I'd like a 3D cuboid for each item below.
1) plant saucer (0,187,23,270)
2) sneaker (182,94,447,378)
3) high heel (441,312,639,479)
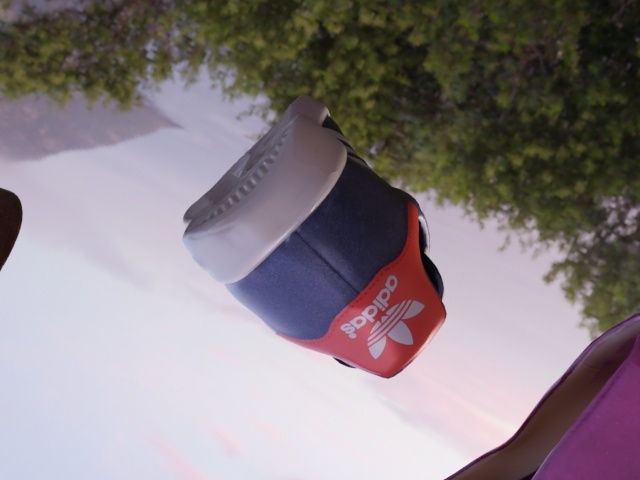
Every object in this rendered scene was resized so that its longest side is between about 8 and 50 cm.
[{"bbox_3d":[-0.282,0.025,0.624,0.198,0.198,0.036,25,155,54],"label":"plant saucer"},{"bbox_3d":[0.000,0.000,0.634,0.148,0.131,0.350,44,-172,-9],"label":"sneaker"},{"bbox_3d":[0.059,0.141,0.513,0.181,0.377,0.127,46,-145,-24],"label":"high heel"}]
